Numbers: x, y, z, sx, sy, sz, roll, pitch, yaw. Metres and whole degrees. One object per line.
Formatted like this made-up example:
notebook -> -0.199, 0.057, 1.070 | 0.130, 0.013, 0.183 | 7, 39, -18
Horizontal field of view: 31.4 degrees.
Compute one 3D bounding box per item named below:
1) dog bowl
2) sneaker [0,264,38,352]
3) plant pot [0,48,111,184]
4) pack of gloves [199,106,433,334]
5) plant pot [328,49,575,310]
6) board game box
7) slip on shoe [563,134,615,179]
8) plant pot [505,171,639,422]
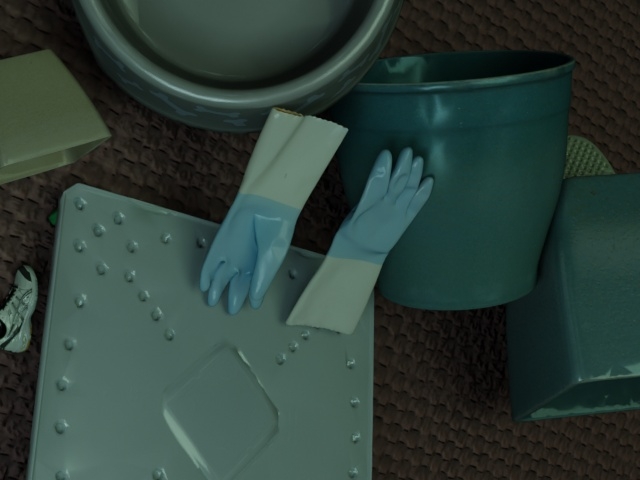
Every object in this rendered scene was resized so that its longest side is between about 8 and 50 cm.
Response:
dog bowl -> -0.078, -0.275, 1.068 | 0.348, 0.102, 0.349 | 0, 95, -5
sneaker -> -0.290, 0.063, 1.075 | 0.037, 0.032, 0.083 | 8, 84, -32
plant pot -> -0.273, -0.113, 1.043 | 0.109, 0.109, 0.096 | -21, 90, -34
pack of gloves -> 0.000, 0.000, 1.115 | 0.195, 0.046, 0.232 | 13, 119, -26
plant pot -> 0.144, -0.067, 1.259 | 0.271, 0.271, 0.255 | -15, 108, -35
board game box -> -0.110, 0.176, 1.139 | 0.390, 0.050, 0.390 | 17, 65, -35
slip on shoe -> 0.350, 0.025, 1.509 | 0.123, 0.101, 0.331 | -14, 87, -8
plant pot -> 0.351, 0.059, 1.341 | 0.247, 0.248, 0.252 | -5, 72, -9
